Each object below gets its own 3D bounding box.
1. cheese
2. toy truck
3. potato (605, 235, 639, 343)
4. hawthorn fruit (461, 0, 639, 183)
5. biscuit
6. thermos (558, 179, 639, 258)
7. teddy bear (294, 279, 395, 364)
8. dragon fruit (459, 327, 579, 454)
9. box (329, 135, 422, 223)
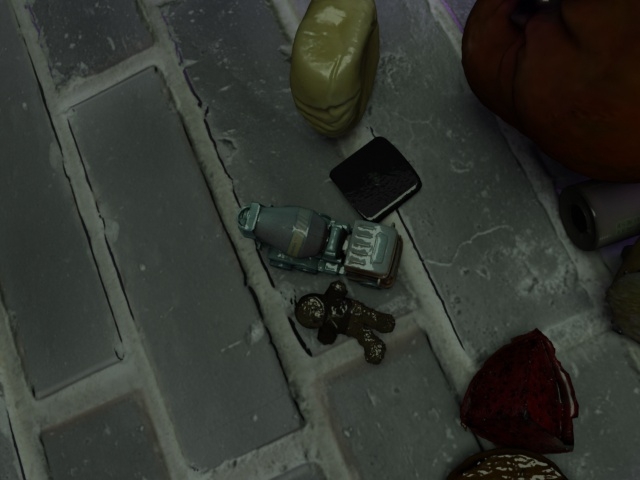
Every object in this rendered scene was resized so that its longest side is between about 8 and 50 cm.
[{"bbox_3d":[0.035,-0.290,0.883,0.117,0.214,0.226,17,75,14],"label":"cheese"},{"bbox_3d":[0.000,0.000,0.864,0.256,0.140,0.108,13,80,12],"label":"toy truck"},{"bbox_3d":[0.559,0.027,0.712,0.300,0.289,0.237,29,70,4],"label":"potato"},{"bbox_3d":[0.438,-0.287,0.718,0.471,0.472,0.472,-2,78,9],"label":"hawthorn fruit"},{"bbox_3d":[0.275,0.401,0.770,0.212,0.036,0.212,0,89,17],"label":"biscuit"},{"bbox_3d":[0.484,-0.045,0.822,0.193,0.105,0.137,-17,101,-1],"label":"thermos"},{"bbox_3d":[0.040,0.123,0.868,0.160,0.078,0.120,19,116,7],"label":"teddy bear"},{"bbox_3d":[0.298,0.228,0.803,0.127,0.120,0.161,-16,42,46],"label":"dragon fruit"},{"bbox_3d":[0.097,-0.105,0.932,0.125,0.027,0.126,-37,73,-2],"label":"box"}]
